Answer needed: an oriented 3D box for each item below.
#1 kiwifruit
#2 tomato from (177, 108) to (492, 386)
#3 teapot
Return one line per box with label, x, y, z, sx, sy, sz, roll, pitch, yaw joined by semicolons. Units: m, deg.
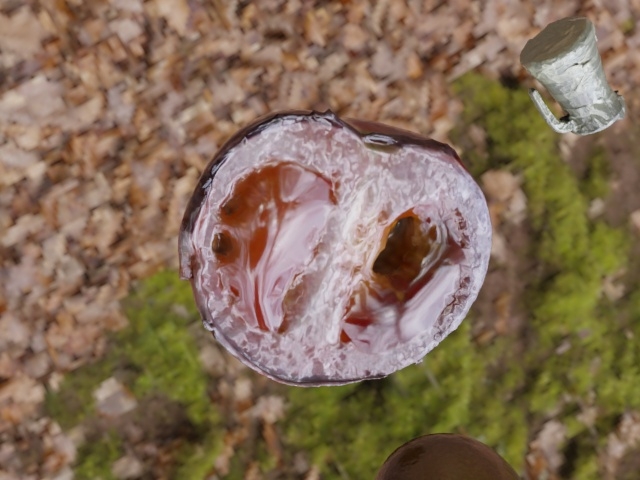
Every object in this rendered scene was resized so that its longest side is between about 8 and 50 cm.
kiwifruit;0.055;0.130;0.551;0.075;0.124;0.075;-6;135;-6
tomato;0.000;0.000;1.045;0.199;0.228;0.112;-70;-160;8
teapot;0.180;-0.110;1.016;0.067;0.083;0.057;-44;-152;-10
